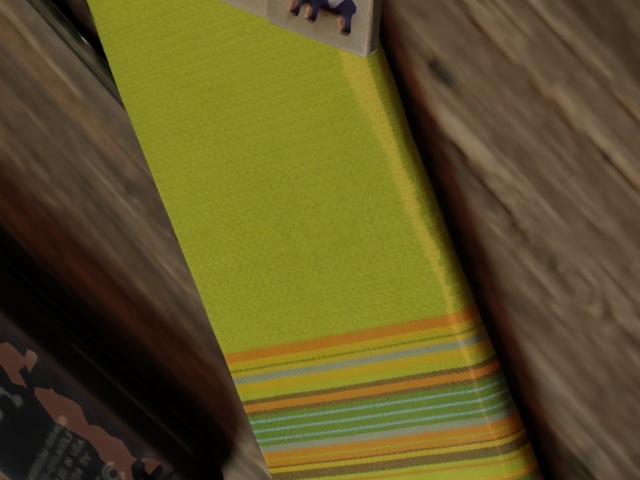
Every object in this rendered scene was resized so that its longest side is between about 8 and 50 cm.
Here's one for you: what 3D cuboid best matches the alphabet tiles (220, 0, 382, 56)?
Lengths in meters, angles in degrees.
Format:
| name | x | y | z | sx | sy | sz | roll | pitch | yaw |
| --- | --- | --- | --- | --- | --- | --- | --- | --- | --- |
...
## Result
| name | x | y | z | sx | sy | sz | roll | pitch | yaw |
| --- | --- | --- | --- | --- | --- | --- | --- | --- | --- |
| alphabet tiles | -0.007 | -0.152 | 0.409 | 0.237 | 0.009 | 0.198 | 27 | 124 | 38 |

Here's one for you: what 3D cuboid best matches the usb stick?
| name | x | y | z | sx | sy | sz | roll | pitch | yaw |
| --- | --- | --- | --- | --- | --- | --- | --- | --- | --- |
| usb stick | -0.154 | 0.023 | 0.627 | 0.278 | 0.045 | 0.077 | 41 | 125 | 12 |

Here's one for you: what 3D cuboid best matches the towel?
| name | x | y | z | sx | sy | sz | roll | pitch | yaw |
| --- | --- | --- | --- | --- | --- | --- | --- | --- | --- |
| towel | 0.000 | 0.000 | 0.523 | 0.102 | 0.021 | 0.237 | -12 | 105 | 34 |
